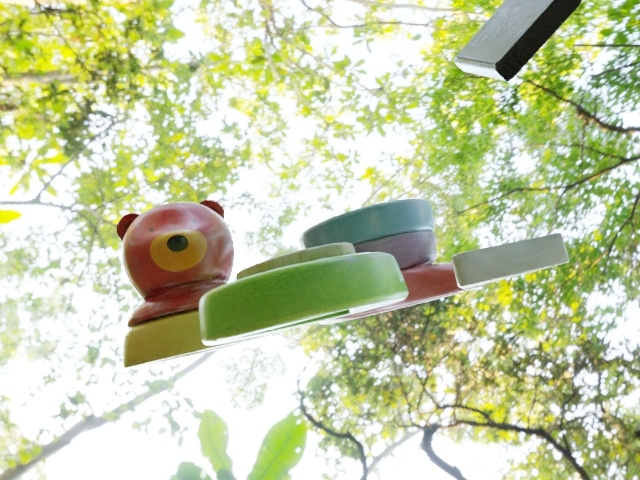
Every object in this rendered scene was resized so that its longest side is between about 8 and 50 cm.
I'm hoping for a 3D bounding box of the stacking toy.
[{"bbox_3d":[0.000,0.000,0.476,0.279,0.309,0.130,-31,-110,62],"label":"stacking toy"}]

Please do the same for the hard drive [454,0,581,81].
[{"bbox_3d":[0.191,-0.207,0.598,0.022,0.135,0.094,38,-77,-16],"label":"hard drive"}]
